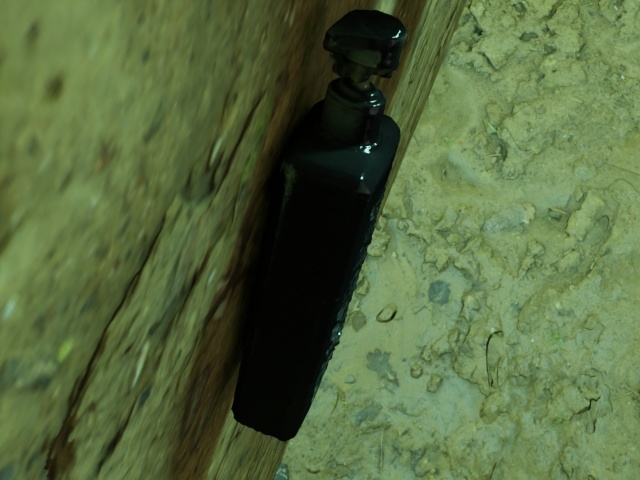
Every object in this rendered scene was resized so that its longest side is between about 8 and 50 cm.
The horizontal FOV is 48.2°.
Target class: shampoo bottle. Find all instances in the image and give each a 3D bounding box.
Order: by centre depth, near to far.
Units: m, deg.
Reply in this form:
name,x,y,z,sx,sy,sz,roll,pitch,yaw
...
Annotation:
name,x,y,z,sx,sy,sz,roll,pitch,yaw
shampoo bottle,0.000,-0.001,0.480,0.098,0.071,0.309,-59,169,-52
